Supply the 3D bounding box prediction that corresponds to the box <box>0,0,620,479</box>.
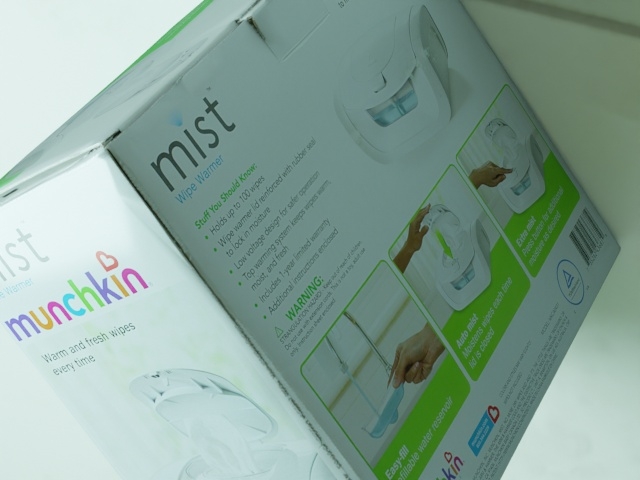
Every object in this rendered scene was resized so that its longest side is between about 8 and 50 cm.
[{"bbox_3d":[0.000,0.000,0.700,0.127,0.262,0.231,-24,110,40],"label":"box"}]
